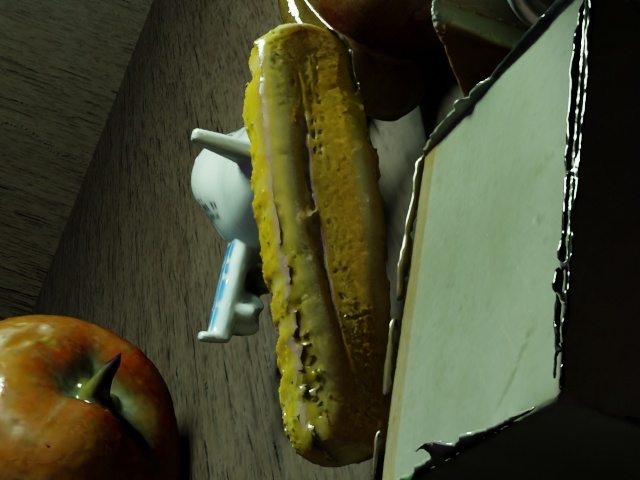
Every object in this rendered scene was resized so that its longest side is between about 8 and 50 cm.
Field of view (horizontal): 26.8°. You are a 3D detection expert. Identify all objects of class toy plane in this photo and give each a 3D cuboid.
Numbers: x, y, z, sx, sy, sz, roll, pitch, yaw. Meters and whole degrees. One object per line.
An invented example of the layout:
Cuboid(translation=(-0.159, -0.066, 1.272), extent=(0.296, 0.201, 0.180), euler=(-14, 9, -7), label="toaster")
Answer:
Cuboid(translation=(-0.040, -0.045, 1.036), extent=(0.267, 0.122, 0.267), euler=(-163, 90, -87), label="toy plane")

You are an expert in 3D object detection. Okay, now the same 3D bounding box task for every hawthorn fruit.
Cuboid(translation=(-0.257, 0.193, 1.236), extent=(0.301, 0.267, 0.268), euler=(-54, 24, 41), label="hawthorn fruit")

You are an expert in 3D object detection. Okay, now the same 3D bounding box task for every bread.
Cuboid(translation=(0.106, -0.113, 0.784), extent=(0.062, 0.109, 0.043), euler=(-9, 58, 21), label="bread")

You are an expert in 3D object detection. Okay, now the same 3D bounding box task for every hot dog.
Cuboid(translation=(-0.001, 0.000, 0.845), extent=(0.068, 0.083, 0.289), euler=(129, 138, -66), label="hot dog")

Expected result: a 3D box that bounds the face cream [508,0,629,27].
Cuboid(translation=(0.119, -0.208, 0.808), extent=(0.283, 0.073, 0.073), euler=(-99, 32, -58), label="face cream")

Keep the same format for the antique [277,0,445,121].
Cuboid(translation=(0.042, -0.213, 0.981), extent=(0.257, 0.121, 0.143), euler=(-99, 32, -55), label="antique")

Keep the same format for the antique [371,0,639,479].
Cuboid(translation=(0.108, 0.027, 0.447), extent=(0.148, 0.152, 0.147), euler=(133, 152, -59), label="antique")
